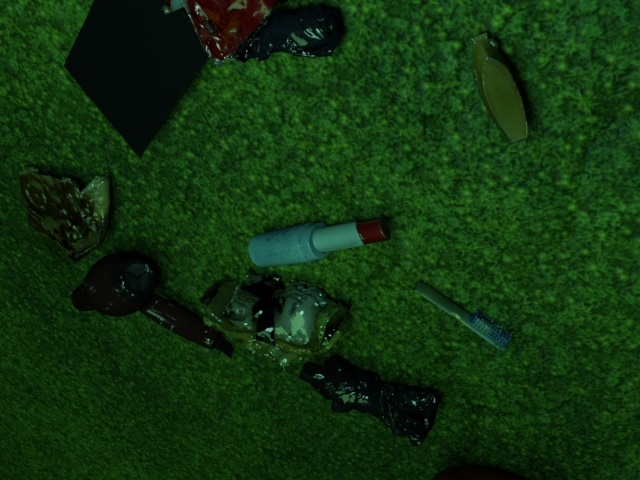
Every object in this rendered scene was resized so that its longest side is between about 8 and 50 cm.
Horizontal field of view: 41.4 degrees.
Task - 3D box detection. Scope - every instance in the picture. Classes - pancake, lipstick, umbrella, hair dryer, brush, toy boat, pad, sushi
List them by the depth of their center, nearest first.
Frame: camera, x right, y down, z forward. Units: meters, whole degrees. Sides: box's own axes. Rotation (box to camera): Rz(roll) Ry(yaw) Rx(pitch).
[{"bbox_3d":[0.219,-0.184,1.041,0.047,0.049,0.149,-23,117,11],"label":"toy boat"},{"bbox_3d":[-0.084,-0.270,1.139,0.248,0.071,0.070,2,131,31],"label":"umbrella"},{"bbox_3d":[-0.283,-0.274,1.276,0.202,0.005,0.300,50,139,1],"label":"pad"},{"bbox_3d":[0.229,0.116,1.350,0.179,0.033,0.030,34,134,-2],"label":"brush"},{"bbox_3d":[0.000,0.000,1.354,0.274,0.068,0.061,-10,118,41],"label":"lipstick"},{"bbox_3d":[-0.088,0.137,1.503,0.291,0.139,0.131,13,129,25],"label":"sushi"},{"bbox_3d":[0.086,0.289,1.568,0.273,0.122,0.110,16,94,25],"label":"umbrella"},{"bbox_3d":[-0.476,-0.046,1.634,0.258,0.056,0.212,12,129,34],"label":"pancake"},{"bbox_3d":[-0.335,0.157,1.735,0.341,0.123,0.313,34,153,-18],"label":"hair dryer"}]

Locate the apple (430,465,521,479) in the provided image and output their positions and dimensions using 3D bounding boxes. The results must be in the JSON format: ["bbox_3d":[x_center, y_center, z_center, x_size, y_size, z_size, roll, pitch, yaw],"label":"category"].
[{"bbox_3d":[0.287,0.590,1.560,0.277,0.348,0.348,25,140,7],"label":"apple"}]

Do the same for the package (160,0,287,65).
[{"bbox_3d":[-0.114,-0.351,1.051,0.194,0.071,0.269,40,136,-1],"label":"package"}]
